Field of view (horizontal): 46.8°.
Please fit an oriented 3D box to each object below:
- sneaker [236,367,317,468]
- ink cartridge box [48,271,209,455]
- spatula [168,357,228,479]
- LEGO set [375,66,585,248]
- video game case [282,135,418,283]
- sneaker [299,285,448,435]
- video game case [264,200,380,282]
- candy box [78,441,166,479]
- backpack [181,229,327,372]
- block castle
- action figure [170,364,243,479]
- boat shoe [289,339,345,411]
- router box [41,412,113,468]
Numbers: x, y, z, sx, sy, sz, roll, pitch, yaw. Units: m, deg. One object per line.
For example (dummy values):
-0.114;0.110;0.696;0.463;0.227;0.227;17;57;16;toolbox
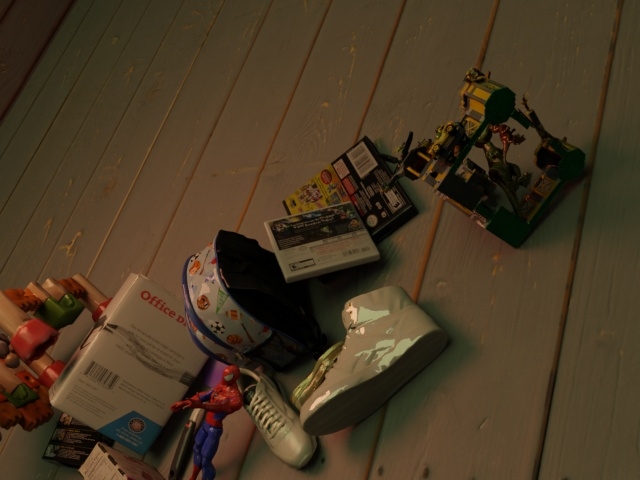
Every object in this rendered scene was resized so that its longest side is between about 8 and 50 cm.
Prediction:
-0.092;0.324;1.359;0.090;0.095;0.235;-46;42;-1;sneaker
-0.384;0.252;1.552;0.307;0.223;0.129;-57;20;-11;ink cartridge box
-0.250;0.353;1.520;0.084;0.030;0.296;1;60;42;spatula
0.271;-0.150;1.281;0.255;0.331;0.192;-63;36;14;LEGO set
0.054;-0.073;1.595;0.248;0.035;0.275;-38;42;11;video game case
0.064;0.204;1.308;0.292;0.108;0.169;-36;45;-2;sneaker
0.000;0.000;1.470;0.190;0.022;0.173;-14;44;-11;video game case
-0.336;0.486;1.390;0.233;0.159;0.071;24;76;49;candy box
-0.150;0.114;1.445;0.213;0.263;0.276;-35;43;14;backpack
-0.628;0.257;1.643;0.303;0.213;0.453;-49;-4;6;block castle
-0.232;0.350;1.352;0.091;0.139;0.280;35;105;53;action figure
0.008;0.253;1.364;0.048;0.056;0.153;40;86;26;boat shoe
-0.543;0.450;1.685;0.179;0.046;0.133;-6;55;38;router box
